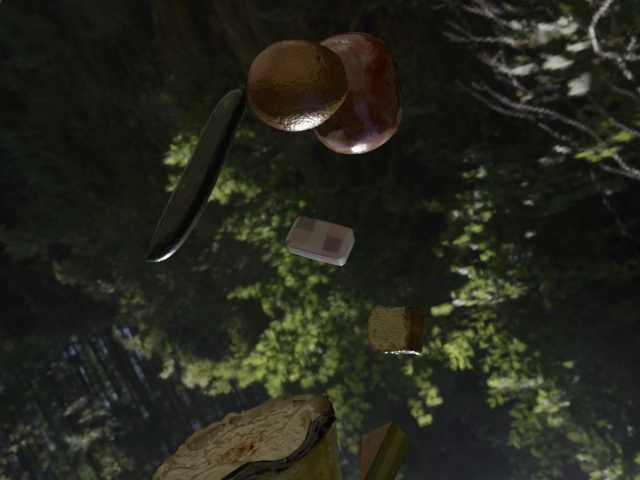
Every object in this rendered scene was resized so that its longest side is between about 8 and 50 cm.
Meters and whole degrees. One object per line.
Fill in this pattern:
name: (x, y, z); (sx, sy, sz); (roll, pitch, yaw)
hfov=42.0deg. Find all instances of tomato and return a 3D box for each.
tomato: (0.043, -0.245, 1.464); (0.181, 0.214, 0.155); (-10, -156, 28)

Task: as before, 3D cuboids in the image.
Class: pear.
pear: (-0.060, 0.305, 1.003); (0.267, 0.178, 0.267); (-28, -171, 5)

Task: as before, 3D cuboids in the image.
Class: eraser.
eraser: (0.000, 0.000, 1.392); (0.105, 0.026, 0.065); (16, -116, 18)

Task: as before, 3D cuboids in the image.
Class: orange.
orange: (-0.019, -0.128, 0.680); (0.085, 0.085, 0.085); (-18, -163, 6)

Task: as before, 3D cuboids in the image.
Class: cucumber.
cucumber: (-0.175, -0.091, 1.207); (0.056, 0.056, 0.284); (16, -102, 62)

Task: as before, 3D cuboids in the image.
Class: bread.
bread: (0.131, 0.447, 1.680); (0.084, 0.074, 0.139); (-32, -156, 22)
bread: (0.126, 0.146, 1.366); (0.077, 0.083, 0.070); (-4, 168, 34)
